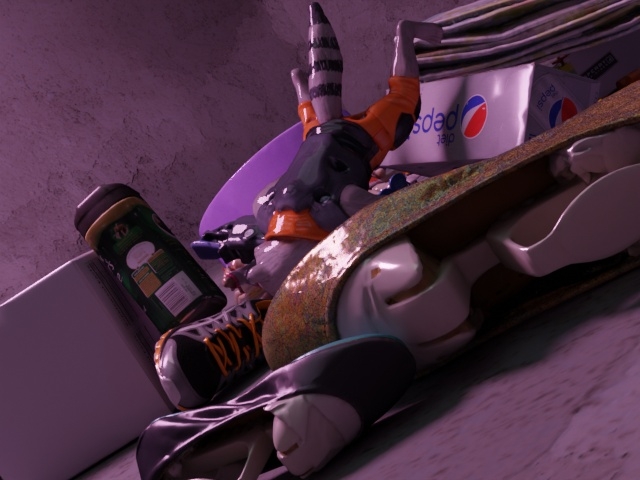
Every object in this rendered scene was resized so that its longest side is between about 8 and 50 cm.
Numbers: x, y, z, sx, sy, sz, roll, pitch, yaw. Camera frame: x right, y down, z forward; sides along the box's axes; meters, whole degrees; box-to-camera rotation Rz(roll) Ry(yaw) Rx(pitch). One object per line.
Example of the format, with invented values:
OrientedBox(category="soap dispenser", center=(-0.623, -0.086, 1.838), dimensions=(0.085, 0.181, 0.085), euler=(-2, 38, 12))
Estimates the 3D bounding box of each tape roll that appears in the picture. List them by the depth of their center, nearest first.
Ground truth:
OrientedBox(category="tape roll", center=(-0.036, -0.059, 1.583), dimensions=(0.275, 0.090, 0.275), euler=(-39, -13, -11))

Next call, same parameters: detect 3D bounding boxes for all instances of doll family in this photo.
OrientedBox(category="doll family", center=(0.001, 0.017, 1.389), dimensions=(0.263, 0.118, 0.163), euler=(-38, 25, -25))

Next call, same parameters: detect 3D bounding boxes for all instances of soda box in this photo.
OrientedBox(category="soda box", center=(0.174, -0.124, 1.237), dimensions=(0.091, 0.098, 0.286), euler=(10, -4, -28))

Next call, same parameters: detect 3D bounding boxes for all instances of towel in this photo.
OrientedBox(category="towel", center=(0.280, -0.280, 1.418), dimensions=(0.320, 0.090, 0.374), euler=(-14, 12, 21))

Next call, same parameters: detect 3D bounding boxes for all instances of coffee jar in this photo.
OrientedBox(category="coffee jar", center=(-0.190, 0.021, 1.240), dimensions=(0.079, 0.184, 0.096), euler=(-42, -15, 1))

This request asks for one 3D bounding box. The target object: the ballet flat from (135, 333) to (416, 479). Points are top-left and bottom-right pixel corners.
OrientedBox(category="ballet flat", center=(-0.031, 0.123, 0.699), dimensions=(0.203, 0.074, 0.074), euler=(-23, 7, 22))

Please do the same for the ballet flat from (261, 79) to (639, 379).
OrientedBox(category="ballet flat", center=(0.107, 0.010, 0.708), dimensions=(0.348, 0.123, 0.123), euler=(-29, 5, 12))

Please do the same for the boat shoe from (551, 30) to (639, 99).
OrientedBox(category="boat shoe", center=(0.411, -0.254, 1.595), dimensions=(0.301, 0.108, 0.102), euler=(-39, 6, 3))

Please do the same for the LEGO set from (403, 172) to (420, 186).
OrientedBox(category="LEGO set", center=(0.115, -0.087, 1.785), dimensions=(0.244, 0.060, 0.182), euler=(-34, -7, -18))

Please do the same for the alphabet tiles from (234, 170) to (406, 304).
OrientedBox(category="alphabet tiles", center=(0.000, 0.000, 1.596), dimensions=(0.284, 0.021, 0.278), euler=(-32, -15, -16))

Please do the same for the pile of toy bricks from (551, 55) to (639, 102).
OrientedBox(category="pile of toy bricks", center=(0.299, -0.167, 1.323), dimensions=(0.118, 0.105, 0.212), euler=(-33, 5, -15))

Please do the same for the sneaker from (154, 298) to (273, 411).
OrientedBox(category="sneaker", center=(-0.095, 0.107, 1.162), dimensions=(0.083, 0.084, 0.215), euler=(-23, 7, 29))

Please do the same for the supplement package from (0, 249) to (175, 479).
OrientedBox(category="supplement package", center=(-0.284, 0.139, 1.304), dimensions=(0.199, 0.198, 0.262), euler=(-32, 4, 4))

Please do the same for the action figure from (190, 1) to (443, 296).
OrientedBox(category="action figure", center=(-0.024, -0.075, 1.221), dimensions=(0.341, 0.178, 0.330), euler=(-8, 53, 31))
